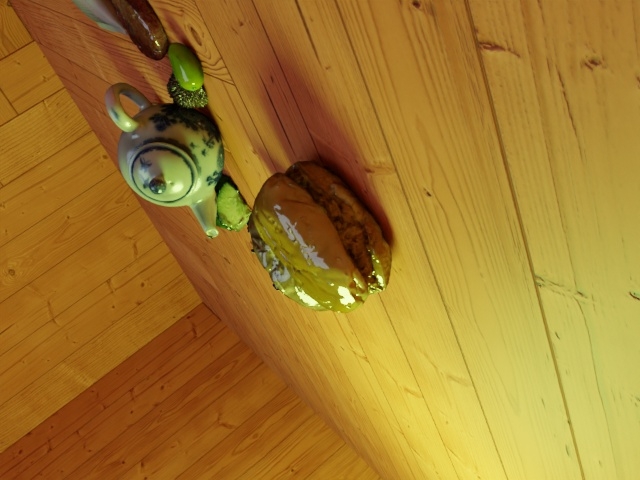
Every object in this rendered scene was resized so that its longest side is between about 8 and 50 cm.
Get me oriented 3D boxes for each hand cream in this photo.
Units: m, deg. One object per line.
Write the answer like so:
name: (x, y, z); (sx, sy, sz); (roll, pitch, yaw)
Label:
hand cream: (-0.605, -0.658, 1.760); (0.185, 0.118, 0.359); (26, 157, 45)

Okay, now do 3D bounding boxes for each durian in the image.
durian: (-0.317, -0.347, 1.656); (0.140, 0.071, 0.110); (40, 160, 51)

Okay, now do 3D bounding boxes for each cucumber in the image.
cucumber: (-0.314, -0.123, 2.064); (0.145, 0.105, 0.325); (60, 165, -26)

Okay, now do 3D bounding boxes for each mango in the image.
mango: (-0.288, -0.372, 1.541); (0.108, 0.056, 0.073); (58, 158, -9)

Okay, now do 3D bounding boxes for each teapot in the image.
teapot: (-0.359, -0.189, 1.712); (0.424, 0.252, 0.280); (56, -160, -27)

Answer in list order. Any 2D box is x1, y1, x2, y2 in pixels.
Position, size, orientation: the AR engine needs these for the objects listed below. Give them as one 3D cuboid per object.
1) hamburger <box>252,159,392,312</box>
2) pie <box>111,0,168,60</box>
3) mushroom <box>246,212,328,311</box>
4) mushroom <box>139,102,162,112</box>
hamburger: (0.000, 0.000, 1.355); (0.319, 0.158, 0.319); (49, 165, 17)
pie: (-0.411, -0.490, 1.648); (0.182, 0.049, 0.182); (45, 162, 19)
mushroom: (-0.029, 0.026, 1.573); (0.286, 0.156, 0.151); (52, 139, -9)
mushroom: (-0.463, -0.274, 2.067); (0.206, 0.209, 0.206); (19, 168, 4)
